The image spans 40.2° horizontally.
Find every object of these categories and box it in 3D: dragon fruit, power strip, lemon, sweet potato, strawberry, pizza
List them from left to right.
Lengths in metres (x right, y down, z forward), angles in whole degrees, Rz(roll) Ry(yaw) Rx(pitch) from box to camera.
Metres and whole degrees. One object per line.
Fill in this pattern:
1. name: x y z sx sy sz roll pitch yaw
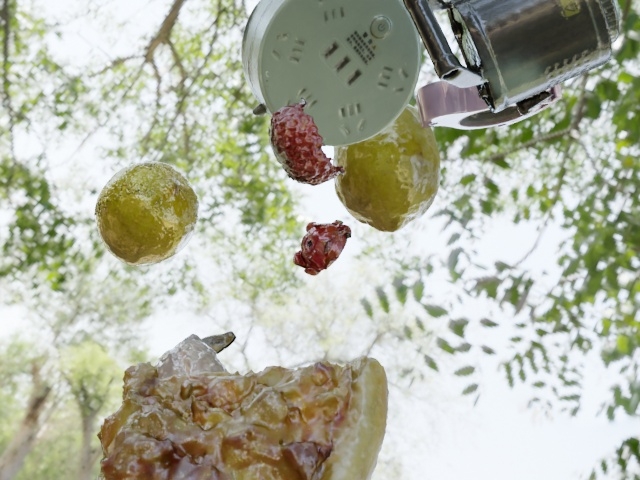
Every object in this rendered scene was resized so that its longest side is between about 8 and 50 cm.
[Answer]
1. lemon: -0.441 -0.061 2.212 0.258 0.258 0.310 33 -41 -4
2. sweet potato: -0.289 0.288 1.995 0.081 0.233 0.062 38 -1 -37
3. pizza: -0.092 0.182 0.687 0.226 0.335 0.086 43 -25 21
4. strawberry: -0.029 -0.148 1.391 0.145 0.086 0.145 58 -8 14
5. dragon fruit: -0.001 0.004 1.677 0.068 0.126 0.112 41 -3 -23
6. power strip: 0.013 -0.355 1.732 0.357 0.357 0.161 45 4 -27
7. lemon: 0.159 -0.188 2.104 0.285 0.285 0.316 14 -66 35

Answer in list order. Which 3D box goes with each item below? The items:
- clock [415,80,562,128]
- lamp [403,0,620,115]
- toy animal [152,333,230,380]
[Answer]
1. clock: 0.368 -0.309 1.844 0.275 0.080 0.290 -5 -9 -27
2. lamp: 0.343 -0.350 1.429 0.272 0.205 0.374 -31 -21 23
3. toy animal: -0.143 0.307 1.095 0.226 0.188 0.358 -128 -156 -47
